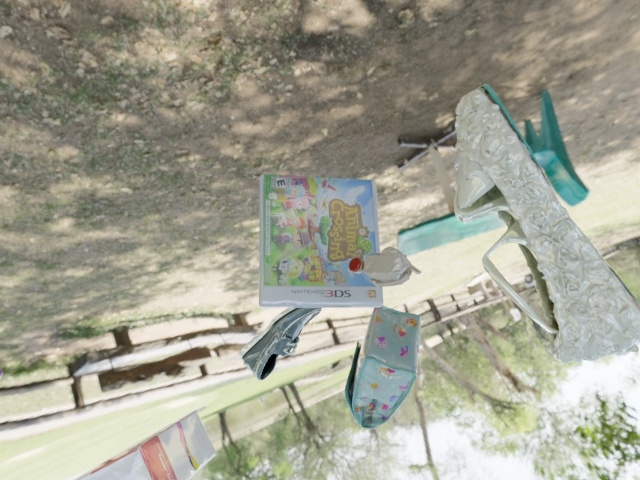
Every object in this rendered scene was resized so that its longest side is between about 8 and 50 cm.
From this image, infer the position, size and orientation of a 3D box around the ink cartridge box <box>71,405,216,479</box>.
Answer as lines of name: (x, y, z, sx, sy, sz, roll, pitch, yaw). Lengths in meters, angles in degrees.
ink cartridge box: (-0.205, 0.274, 0.582, 0.115, 0.067, 0.198, -29, 171, 4)

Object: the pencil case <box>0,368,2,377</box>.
pencil case: (-0.611, 0.299, 0.795, 0.086, 0.206, 0.088, 30, 172, -35)

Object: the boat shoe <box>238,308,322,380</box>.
boat shoe: (-0.089, 0.253, 1.231, 0.319, 0.099, 0.116, -43, 156, 31)

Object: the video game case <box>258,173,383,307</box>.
video game case: (0.000, 0.000, 0.761, 0.193, 0.212, 0.023, 2, 164, -11)

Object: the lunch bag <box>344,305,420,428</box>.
lunch bag: (0.161, 0.339, 1.270, 0.223, 0.160, 0.262, -66, 172, -54)

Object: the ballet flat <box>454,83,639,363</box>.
ballet flat: (0.259, -0.026, 0.635, 0.147, 0.409, 0.147, -22, 159, -9)

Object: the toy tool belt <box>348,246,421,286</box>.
toy tool belt: (0.083, 0.037, 0.615, 0.051, 0.052, 0.083, 23, 160, -40)
